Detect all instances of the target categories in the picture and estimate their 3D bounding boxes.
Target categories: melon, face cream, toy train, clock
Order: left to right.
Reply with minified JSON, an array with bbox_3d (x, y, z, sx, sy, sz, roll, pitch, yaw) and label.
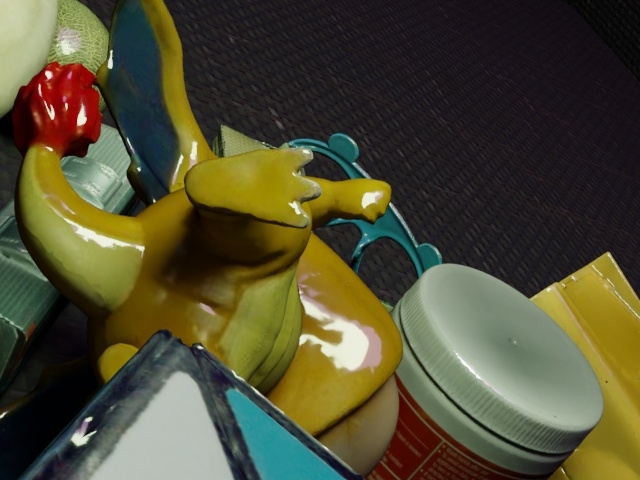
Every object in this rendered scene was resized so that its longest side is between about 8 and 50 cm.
[{"bbox_3d":[-0.275,-0.178,1.162,0.139,0.139,0.192,11,20,-41],"label":"melon"},{"bbox_3d":[-0.228,-0.015,1.020,0.086,0.089,0.409,28,28,-4],"label":"toy train"},{"bbox_3d":[0.119,0.153,1.042,0.201,0.187,0.201,28,28,-16],"label":"face cream"},{"bbox_3d":[0.297,0.195,1.208,0.317,0.200,0.244,52,33,13],"label":"clock"}]

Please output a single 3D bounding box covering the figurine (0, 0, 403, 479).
[{"bbox_3d":[-0.074,0.036,0.836,0.268,0.400,0.387,3,-13,8],"label":"figurine"}]

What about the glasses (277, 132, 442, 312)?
[{"bbox_3d":[-0.013,0.016,1.191,0.207,0.102,0.239,-29,79,-29],"label":"glasses"}]

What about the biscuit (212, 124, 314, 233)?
[{"bbox_3d":[-0.064,-0.041,1.298,0.121,0.040,0.199,23,33,-24],"label":"biscuit"}]

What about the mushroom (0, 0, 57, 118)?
[{"bbox_3d":[-0.378,-0.245,0.986,0.315,0.356,0.315,14,-3,1],"label":"mushroom"}]

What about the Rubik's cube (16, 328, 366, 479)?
[{"bbox_3d":[-0.077,0.269,0.489,0.305,0.307,0.310,38,27,2],"label":"Rubik's cube"}]
